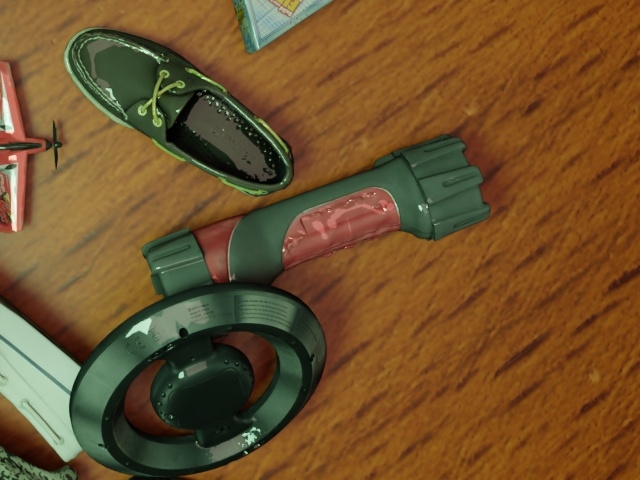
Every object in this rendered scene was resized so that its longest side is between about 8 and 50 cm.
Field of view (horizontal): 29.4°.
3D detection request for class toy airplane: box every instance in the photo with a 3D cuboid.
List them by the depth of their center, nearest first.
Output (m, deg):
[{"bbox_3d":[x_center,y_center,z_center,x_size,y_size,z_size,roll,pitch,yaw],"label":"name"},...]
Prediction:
[{"bbox_3d":[-0.299,-0.076,1.054,0.151,0.028,0.151,-1,94,-11],"label":"toy airplane"}]

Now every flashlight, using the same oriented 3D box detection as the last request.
[{"bbox_3d":[0.000,0.000,1.084,0.304,0.103,0.103,-19,104,-9],"label":"flashlight"}]

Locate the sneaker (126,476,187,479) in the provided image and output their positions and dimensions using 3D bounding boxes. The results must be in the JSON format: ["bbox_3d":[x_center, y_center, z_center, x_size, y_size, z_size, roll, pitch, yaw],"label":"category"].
[{"bbox_3d":[-0.048,0.304,1.107,0.290,0.106,0.123,14,95,-1],"label":"sneaker"}]

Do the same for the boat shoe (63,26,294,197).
[{"bbox_3d":[-0.119,-0.115,1.066,0.228,0.069,0.081,32,88,-12],"label":"boat shoe"}]

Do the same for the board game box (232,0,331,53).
[{"bbox_3d":[-0.032,-0.270,1.075,0.194,0.060,0.194,42,85,-12],"label":"board game box"}]

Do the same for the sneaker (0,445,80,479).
[{"bbox_3d":[-0.371,0.177,1.004,0.410,0.182,0.158,35,123,-17],"label":"sneaker"}]

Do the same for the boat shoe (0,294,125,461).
[{"bbox_3d":[-0.287,0.091,1.038,0.258,0.095,0.084,42,82,-11],"label":"boat shoe"}]

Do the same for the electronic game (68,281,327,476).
[{"bbox_3d":[-0.102,0.124,1.048,0.229,0.048,0.229,-15,136,-15],"label":"electronic game"}]
